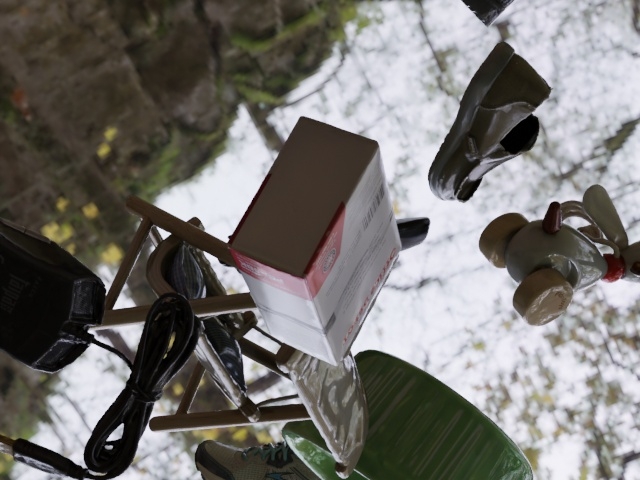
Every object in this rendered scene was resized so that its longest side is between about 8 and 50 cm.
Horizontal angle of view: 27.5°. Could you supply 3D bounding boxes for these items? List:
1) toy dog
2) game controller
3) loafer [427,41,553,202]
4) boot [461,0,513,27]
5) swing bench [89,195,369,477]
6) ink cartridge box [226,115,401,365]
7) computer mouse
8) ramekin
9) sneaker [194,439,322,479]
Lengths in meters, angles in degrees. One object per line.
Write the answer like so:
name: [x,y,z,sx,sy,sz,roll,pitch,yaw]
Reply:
toy dog: [0.383,-0.001,1.849,0.333,0.161,0.220,-24,-123,-42]
game controller: [0.000,0.000,1.806,0.166,0.067,0.319,-23,-168,-41]
loafer: [0.186,-0.109,1.434,0.087,0.251,0.094,32,-118,9]
boot: [0.271,-0.575,1.810,0.445,0.367,0.146,-45,-155,12]
swing bench: [-0.082,0.103,1.371,0.254,0.253,0.165,9,-122,21]
ink cartridge box: [0.000,0.003,0.812,0.056,0.135,0.099,21,-112,19]
computer mouse: [-0.235,0.076,1.014,0.060,0.262,0.184,-80,-167,-73]
ramekin: [0.114,0.269,1.606,0.148,0.303,0.303,-51,-147,-15]
sneaker: [-0.039,0.322,1.874,0.283,0.122,0.110,16,-159,4]
